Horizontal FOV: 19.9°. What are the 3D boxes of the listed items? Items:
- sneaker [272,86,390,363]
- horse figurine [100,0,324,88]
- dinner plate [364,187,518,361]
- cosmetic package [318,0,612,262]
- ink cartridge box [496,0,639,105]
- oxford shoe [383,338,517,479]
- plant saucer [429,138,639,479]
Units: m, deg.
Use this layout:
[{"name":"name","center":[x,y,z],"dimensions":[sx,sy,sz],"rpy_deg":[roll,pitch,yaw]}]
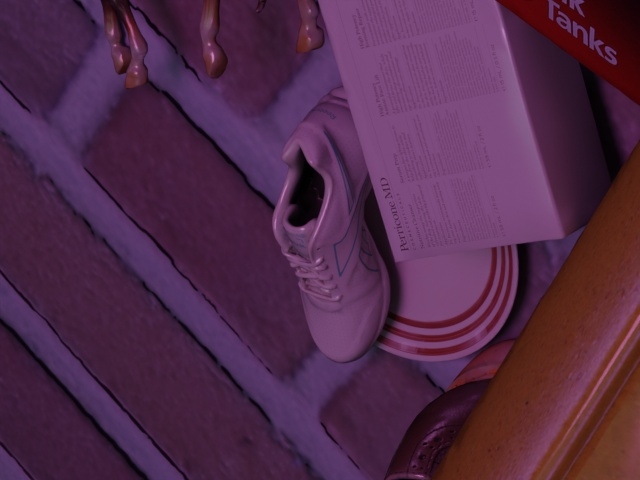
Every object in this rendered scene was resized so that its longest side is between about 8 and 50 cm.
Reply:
[{"name":"sneaker","center":[0.000,0.000,0.929],"dimensions":[0.053,0.061,0.152],"rpy_deg":[15,123,30]},{"name":"horse figurine","center":[-0.088,-0.165,0.911],"dimensions":[0.263,0.066,0.174],"rpy_deg":[3,116,54]},{"name":"dinner plate","center":[0.044,-0.003,0.945],"dimensions":[0.141,0.017,0.141],"rpy_deg":[17,122,29]},{"name":"cosmetic package","center":[0.053,-0.115,0.837],"dimensions":[0.099,0.060,0.239],"rpy_deg":[-9,102,38]},{"name":"ink cartridge box","center":[0.190,-0.136,0.587],"dimensions":[0.309,0.130,0.272],"rpy_deg":[41,156,29]},{"name":"oxford shoe","center":[0.163,0.225,0.897],"dimensions":[0.364,0.132,0.130],"rpy_deg":[49,133,6]},{"name":"plant saucer","center":[0.226,0.096,0.730],"dimensions":[0.333,0.081,0.333],"rpy_deg":[34,105,18]}]
